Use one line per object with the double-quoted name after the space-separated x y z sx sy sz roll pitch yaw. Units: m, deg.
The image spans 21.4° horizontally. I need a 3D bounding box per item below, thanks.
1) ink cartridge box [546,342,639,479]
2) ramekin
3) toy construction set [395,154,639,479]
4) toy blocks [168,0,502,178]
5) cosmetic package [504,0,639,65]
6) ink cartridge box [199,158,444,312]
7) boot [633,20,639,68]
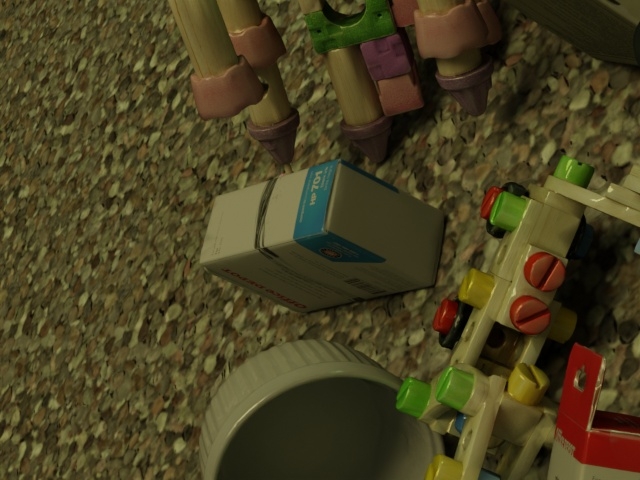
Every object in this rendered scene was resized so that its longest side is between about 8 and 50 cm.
0.199 0.193 1.167 0.134 0.078 0.231 -117 36 -88 "ink cartridge box"
-0.007 0.182 1.442 0.207 0.207 0.109 -57 26 8 "ramekin"
0.175 0.055 1.326 0.328 0.151 0.215 -53 10 2 "toy construction set"
0.040 -0.199 1.658 0.288 0.260 0.309 -14 25 14 "toy blocks"
0.232 -0.219 1.339 0.113 0.160 0.309 -59 13 4 "cosmetic package"
0.000 0.000 1.604 0.190 0.139 0.082 -12 59 49 "ink cartridge box"
0.354 -0.161 1.099 0.207 0.246 0.094 122 152 -57 "boot"
